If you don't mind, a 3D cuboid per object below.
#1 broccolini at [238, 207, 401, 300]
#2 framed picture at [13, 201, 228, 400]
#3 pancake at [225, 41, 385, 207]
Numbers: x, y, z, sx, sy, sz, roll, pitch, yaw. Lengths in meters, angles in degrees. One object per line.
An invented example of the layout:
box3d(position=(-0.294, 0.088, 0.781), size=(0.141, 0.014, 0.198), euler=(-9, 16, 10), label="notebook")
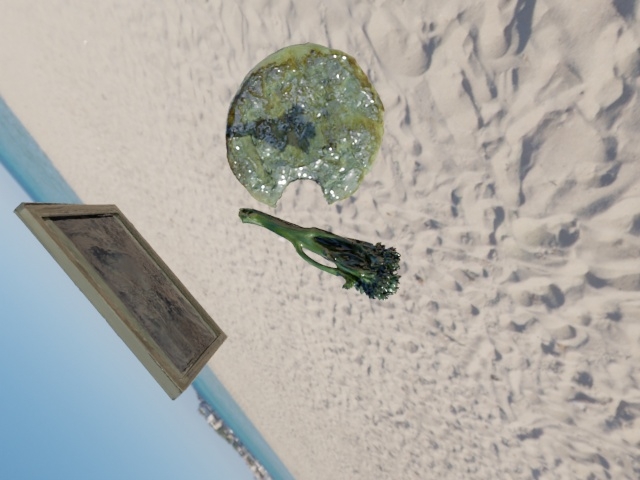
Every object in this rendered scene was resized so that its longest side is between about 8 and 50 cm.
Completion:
box3d(position=(-0.005, 0.012, 0.477), size=(0.201, 0.058, 0.074), euler=(16, -175, 18), label="broccolini")
box3d(position=(-0.388, 0.096, 0.920), size=(0.446, 0.028, 0.326), euler=(51, -175, -3), label="framed picture")
box3d(position=(-0.021, -0.165, 0.646), size=(0.254, 0.253, 0.037), euler=(61, -179, -25), label="pancake")
